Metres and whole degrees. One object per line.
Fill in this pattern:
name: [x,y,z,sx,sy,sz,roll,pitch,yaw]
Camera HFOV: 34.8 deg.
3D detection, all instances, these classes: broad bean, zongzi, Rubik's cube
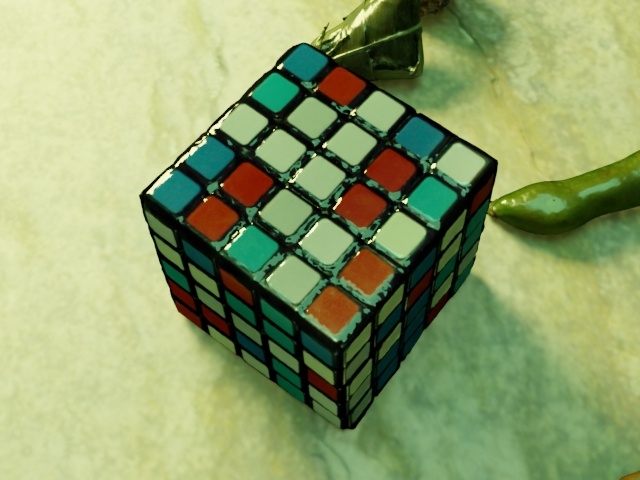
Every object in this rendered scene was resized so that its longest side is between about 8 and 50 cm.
broad bean: [0.264,-0.050,0.861,0.256,0.052,0.053,-16,22,-4]
zongzi: [0.037,-0.200,0.909,0.109,0.119,0.055,-3,21,1]
Rubik's cube: [0.000,0.000,0.761,0.187,0.182,0.184,33,68,17]

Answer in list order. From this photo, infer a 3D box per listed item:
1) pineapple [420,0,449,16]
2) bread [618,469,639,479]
pineapple: [0.052,-0.287,0.963,0.221,0.083,0.103,34,110,17]
bread: [0.274,0.291,0.595,0.336,0.204,0.358,-29,64,-19]
